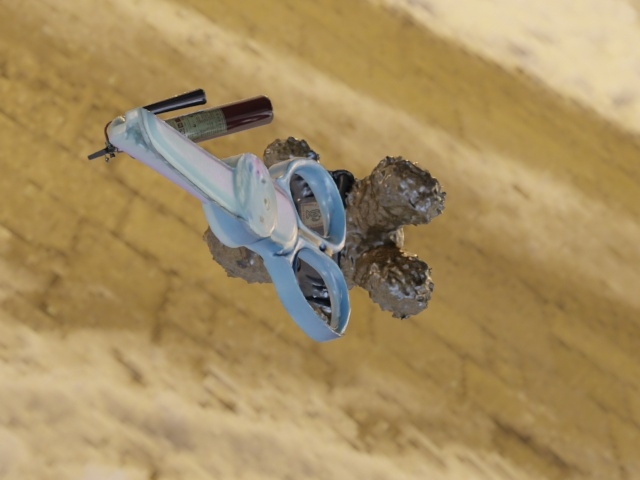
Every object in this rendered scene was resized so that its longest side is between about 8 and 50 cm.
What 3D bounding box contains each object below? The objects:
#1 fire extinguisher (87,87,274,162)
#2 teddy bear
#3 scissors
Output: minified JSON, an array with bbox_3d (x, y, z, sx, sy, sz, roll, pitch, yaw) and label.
[{"bbox_3d":[-0.126,-0.107,1.502,0.173,0.049,0.035,-17,40,-21],"label":"fire extinguisher"},{"bbox_3d":[0.014,-0.002,1.457,0.251,0.182,0.129,5,9,36],"label":"teddy bear"},{"bbox_3d":[-0.048,-0.023,1.018,0.256,0.030,0.125,33,47,-55],"label":"scissors"}]
